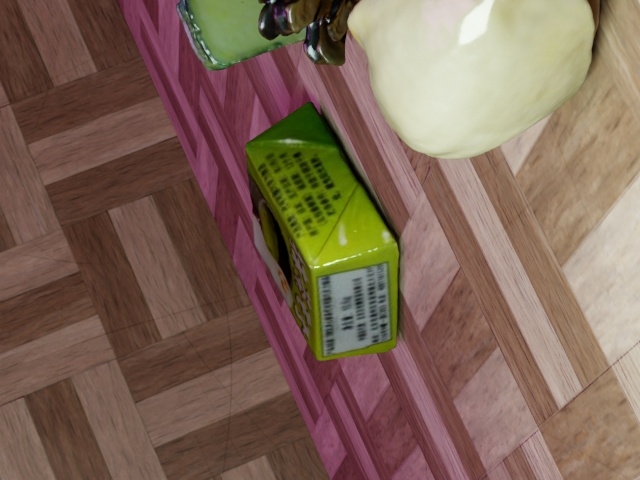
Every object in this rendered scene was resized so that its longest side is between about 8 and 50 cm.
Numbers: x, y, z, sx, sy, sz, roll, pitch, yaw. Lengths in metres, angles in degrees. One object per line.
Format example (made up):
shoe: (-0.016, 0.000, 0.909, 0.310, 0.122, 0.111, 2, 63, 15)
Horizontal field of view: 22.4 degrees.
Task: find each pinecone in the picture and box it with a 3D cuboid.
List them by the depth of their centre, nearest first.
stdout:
pinecone: (0.028, -0.281, 1.629, 0.201, 0.229, 0.202, 6, 145, 38)

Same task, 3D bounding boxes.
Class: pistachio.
pistachio: (0.136, -0.185, 1.381, 0.318, 0.213, 0.193, 126, 162, -68)

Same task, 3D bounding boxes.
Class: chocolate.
chocolate: (0.000, 0.000, 2.402, 0.301, 0.137, 0.289, 85, 159, -56)

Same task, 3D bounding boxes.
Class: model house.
model house: (-0.136, -0.353, 2.308, 0.194, 0.170, 0.211, 68, 169, -11)
